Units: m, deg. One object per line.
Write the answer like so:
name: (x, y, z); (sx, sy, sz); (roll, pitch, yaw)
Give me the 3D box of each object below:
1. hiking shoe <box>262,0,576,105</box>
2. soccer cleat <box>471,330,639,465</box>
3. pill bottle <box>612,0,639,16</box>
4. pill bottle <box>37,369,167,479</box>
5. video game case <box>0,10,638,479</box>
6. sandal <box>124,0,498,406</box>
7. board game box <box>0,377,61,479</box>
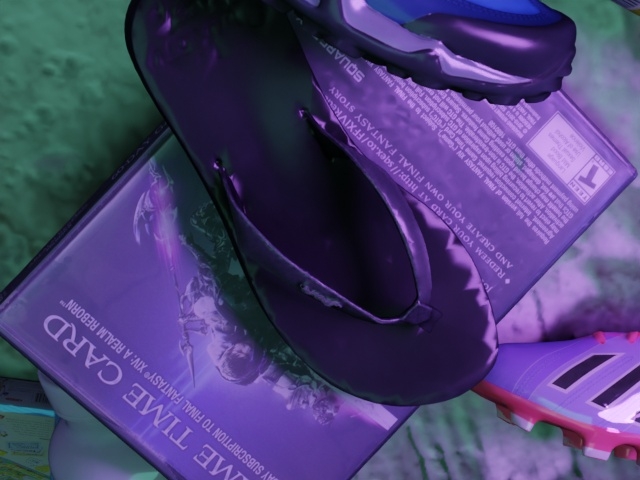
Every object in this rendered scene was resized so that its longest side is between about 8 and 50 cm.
hiking shoe: (-0.001, -0.176, 0.799); (0.304, 0.113, 0.132); (36, 107, -3)
soccer cleat: (0.201, 0.080, 0.987); (0.248, 0.083, 0.095); (15, 88, -2)
pill bottle: (0.211, -0.133, 0.839); (0.208, 0.119, 0.119); (26, 115, -13)
pill bottle: (-0.084, 0.132, 0.992); (0.103, 0.103, 0.184); (-15, 117, 8)
video game case: (0.000, 0.000, 0.911); (0.274, 0.026, 0.196); (-46, 110, 0)
sandal: (-0.005, -0.016, 0.863); (0.097, 0.054, 0.254); (-39, 110, -4)
board game box: (-0.221, 0.121, 1.030); (0.154, 0.026, 0.103); (8, 118, -4)
